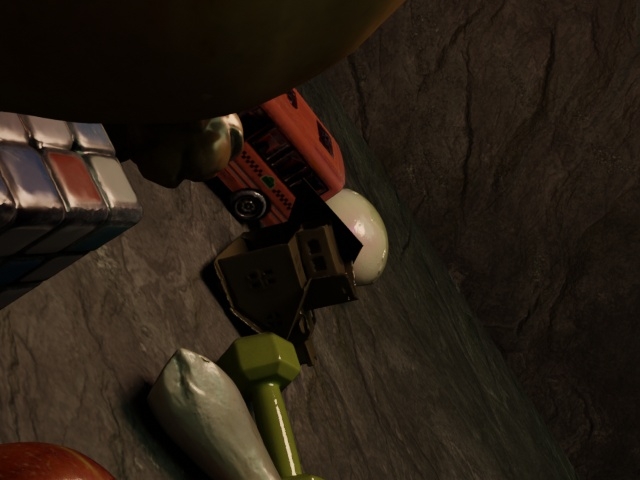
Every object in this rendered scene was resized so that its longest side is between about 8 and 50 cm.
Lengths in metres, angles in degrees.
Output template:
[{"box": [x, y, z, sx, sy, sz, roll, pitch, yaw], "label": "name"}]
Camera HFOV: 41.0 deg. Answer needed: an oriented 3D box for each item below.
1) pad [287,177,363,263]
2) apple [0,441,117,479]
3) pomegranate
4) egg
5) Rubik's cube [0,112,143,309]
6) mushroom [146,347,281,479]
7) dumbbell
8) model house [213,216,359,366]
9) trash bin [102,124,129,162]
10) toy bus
[{"box": [0.000, 0.000, 1.553, 0.163, 0.004, 0.243, 49, -25, 13], "label": "pad"}, {"box": [-0.233, 0.258, 0.663, 0.201, 0.162, 0.201, 47, 32, -42], "label": "apple"}, {"box": [-0.108, -0.222, 0.462, 0.411, 0.412, 0.411, 52, 18, -24], "label": "pomegranate"}, {"box": [0.064, 0.002, 1.914, 0.217, 0.183, 0.183, 53, 14, 15], "label": "egg"}, {"box": [-0.358, -0.070, 0.618, 0.286, 0.292, 0.293, 62, 19, 7], "label": "Rubik's cube"}, {"box": [-0.114, 0.256, 1.074, 0.270, 0.103, 0.118, 52, -9, -2], "label": "mushroom"}, {"box": [-0.063, 0.276, 1.205, 0.108, 0.121, 0.301, 8, 46, -32], "label": "dumbbell"}, {"box": [-0.038, 0.100, 1.478, 0.211, 0.205, 0.243, -57, 133, -72], "label": "model house"}, {"box": [-0.315, -0.255, 1.226, 0.301, 0.203, 0.252, -95, -177, -55], "label": "trash bin"}, {"box": [-0.143, -0.229, 1.625, 0.427, 0.233, 0.203, 49, 20, -34], "label": "toy bus"}]
